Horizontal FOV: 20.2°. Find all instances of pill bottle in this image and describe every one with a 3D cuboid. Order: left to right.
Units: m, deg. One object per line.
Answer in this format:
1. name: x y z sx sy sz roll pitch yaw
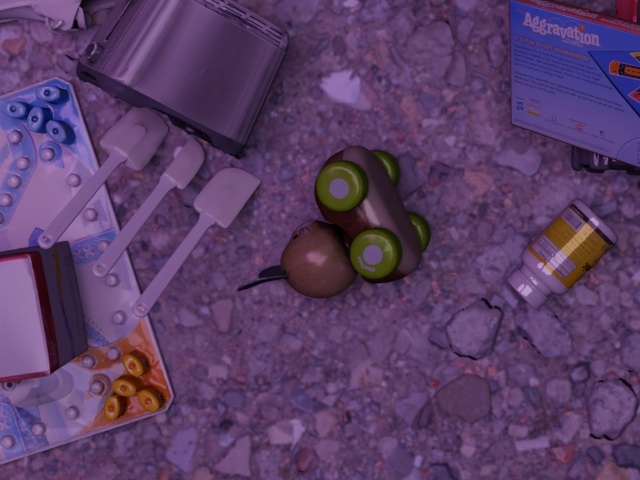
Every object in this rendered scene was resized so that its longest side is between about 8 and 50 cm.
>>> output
1. pill bottle: 0.255 0.016 1.913 0.116 0.065 0.065 -45 87 6

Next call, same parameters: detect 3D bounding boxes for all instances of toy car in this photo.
1. toy car: 0.000 0.000 1.906 0.188 0.155 0.149 -27 89 19

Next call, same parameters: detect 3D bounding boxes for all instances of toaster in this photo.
1. toaster: -0.133 -0.189 1.895 0.227 0.129 0.146 26 92 -32

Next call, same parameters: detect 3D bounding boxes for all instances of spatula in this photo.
1. spatula: -0.187 -0.034 1.902 0.168 0.019 0.242 35 51 -1

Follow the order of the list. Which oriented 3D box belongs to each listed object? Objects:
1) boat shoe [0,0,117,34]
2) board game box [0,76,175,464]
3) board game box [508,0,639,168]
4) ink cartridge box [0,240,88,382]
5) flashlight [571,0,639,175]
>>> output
1. boat shoe: -0.273 -0.266 1.942 0.258 0.095 0.084 -17 86 7
2. board game box: -0.403 0.061 1.991 0.390 0.050 0.390 -18 91 6
3. board game box: 0.302 -0.146 1.772 0.281 0.027 0.145 24 130 40
4. ink cartridge box: -0.329 0.076 1.871 0.128 0.176 0.127 -10 94 7
5. flashlight: 0.320 -0.222 1.886 0.103 0.103 0.304 2 89 -21
